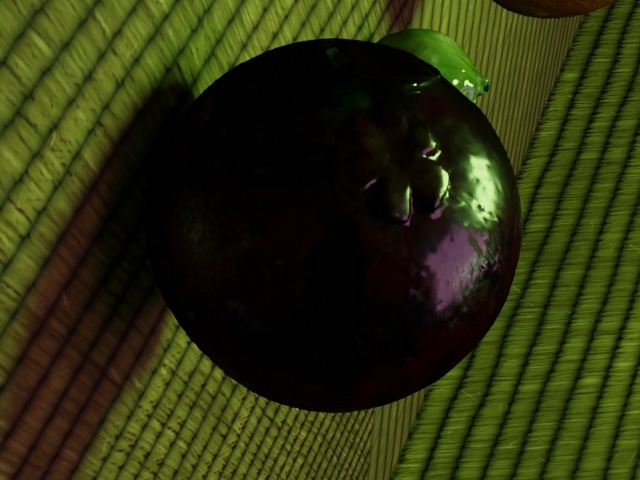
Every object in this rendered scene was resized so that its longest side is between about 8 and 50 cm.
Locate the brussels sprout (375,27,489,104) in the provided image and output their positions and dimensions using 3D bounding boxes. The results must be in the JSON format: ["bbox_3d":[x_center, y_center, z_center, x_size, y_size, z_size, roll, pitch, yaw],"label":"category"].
[{"bbox_3d":[0.095,-0.165,1.917,0.151,0.122,0.149,-40,180,31],"label":"brussels sprout"}]

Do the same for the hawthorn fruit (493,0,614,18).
[{"bbox_3d":[0.233,-0.385,1.958,0.298,0.277,0.277,-11,119,-51],"label":"hawthorn fruit"}]

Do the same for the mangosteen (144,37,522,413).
[{"bbox_3d":[0.004,-0.011,1.355,0.311,0.311,0.311,17,90,-78],"label":"mangosteen"}]
